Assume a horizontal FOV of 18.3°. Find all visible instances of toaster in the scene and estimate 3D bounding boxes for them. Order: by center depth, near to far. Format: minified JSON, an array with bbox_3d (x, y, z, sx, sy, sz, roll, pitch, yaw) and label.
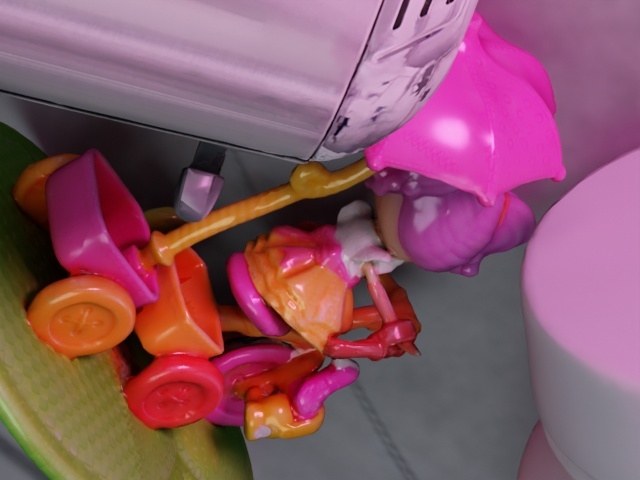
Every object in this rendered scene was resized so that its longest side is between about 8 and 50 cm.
[{"bbox_3d":[-0.023,-0.122,0.451,0.146,0.129,0.227,20,91,-8],"label":"toaster"}]

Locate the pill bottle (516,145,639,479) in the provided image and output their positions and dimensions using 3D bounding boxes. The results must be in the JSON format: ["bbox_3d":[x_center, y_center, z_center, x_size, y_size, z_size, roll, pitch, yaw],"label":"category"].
[{"bbox_3d":[0.143,0.117,0.579,0.160,0.160,0.283,-4,122,13],"label":"pill bottle"}]

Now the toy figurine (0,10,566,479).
[{"bbox_3d":[0.000,0.000,0.570,0.159,0.130,0.173,-27,138,15],"label":"toy figurine"}]
